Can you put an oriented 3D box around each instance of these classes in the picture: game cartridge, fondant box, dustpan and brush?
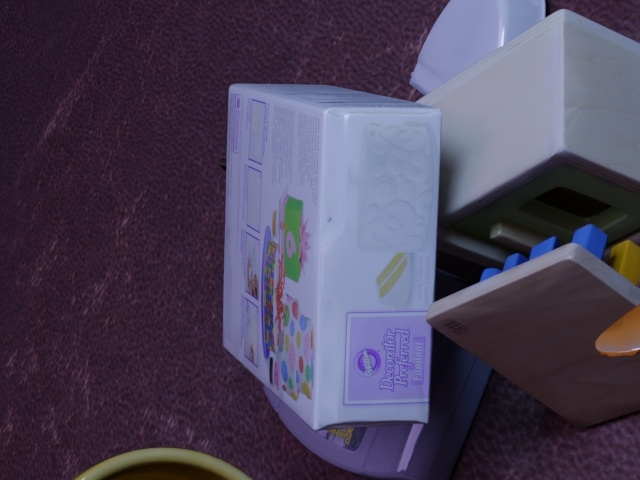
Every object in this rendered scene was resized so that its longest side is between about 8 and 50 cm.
[{"bbox_3d":[0.047,0.105,1.607,0.294,0.060,0.196,24,98,61],"label":"game cartridge"},{"bbox_3d":[0.000,0.000,1.466,0.330,0.096,0.238,-150,61,-74],"label":"fondant box"},{"bbox_3d":[0.167,-0.209,1.606,0.147,0.060,0.211,46,119,57],"label":"dustpan and brush"}]

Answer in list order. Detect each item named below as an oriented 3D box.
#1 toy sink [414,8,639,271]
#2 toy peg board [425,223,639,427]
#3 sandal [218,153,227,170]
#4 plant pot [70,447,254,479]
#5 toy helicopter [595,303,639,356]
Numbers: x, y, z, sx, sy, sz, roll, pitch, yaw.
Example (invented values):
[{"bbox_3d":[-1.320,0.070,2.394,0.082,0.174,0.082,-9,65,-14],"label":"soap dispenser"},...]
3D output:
[{"bbox_3d":[0.166,-0.052,1.397,0.234,0.153,0.131,-29,49,48],"label":"toy sink"},{"bbox_3d":[0.192,0.047,1.300,0.161,0.161,0.079,-28,34,50],"label":"toy peg board"},{"bbox_3d":[-0.022,-0.075,1.805,0.219,0.090,0.060,-6,50,60],"label":"sandal"},{"bbox_3d":[-0.163,0.324,1.655,0.239,0.254,0.254,147,137,-70],"label":"plant pot"},{"bbox_3d":[0.255,0.065,1.128,0.140,0.235,0.355,-14,37,23],"label":"toy helicopter"}]
